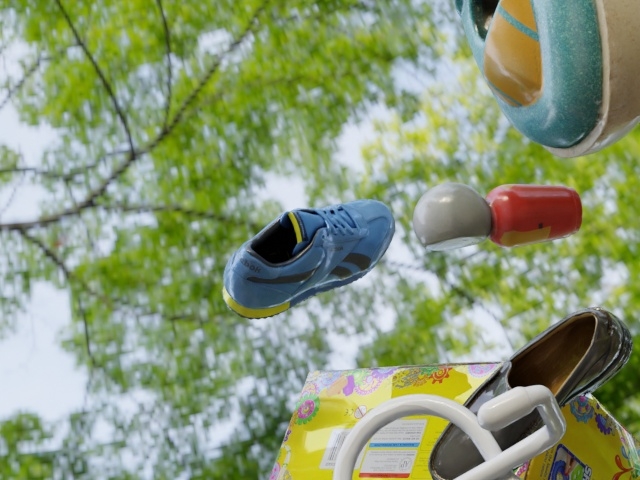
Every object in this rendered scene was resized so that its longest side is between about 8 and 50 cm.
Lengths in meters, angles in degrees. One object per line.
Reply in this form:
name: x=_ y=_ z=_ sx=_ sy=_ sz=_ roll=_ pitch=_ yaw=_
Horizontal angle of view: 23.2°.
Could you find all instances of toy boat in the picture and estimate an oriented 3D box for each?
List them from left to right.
toy boat: x=0.165 y=-0.121 z=1.290 sx=0.148 sy=0.267 sz=0.318 roll=-4 pitch=-54 yaw=-14

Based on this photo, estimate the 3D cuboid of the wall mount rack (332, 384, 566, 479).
wall mount rack: x=0.051 y=0.248 z=0.892 sx=0.304 sy=0.350 sz=0.130 roll=-30 pitch=-29 yaw=4

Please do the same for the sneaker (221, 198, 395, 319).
sneaker: x=0.000 y=0.000 z=1.432 sx=0.209 sy=0.069 sz=0.082 roll=-26 pitch=-31 yaw=-38

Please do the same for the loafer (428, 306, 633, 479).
loafer: x=0.134 y=0.104 z=1.057 sx=0.170 sy=0.062 sz=0.061 roll=-46 pitch=-29 yaw=4

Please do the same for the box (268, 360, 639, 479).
box: x=0.149 y=0.256 z=1.430 sx=0.290 sy=0.177 sz=0.279 roll=-8 pitch=-38 yaw=43
